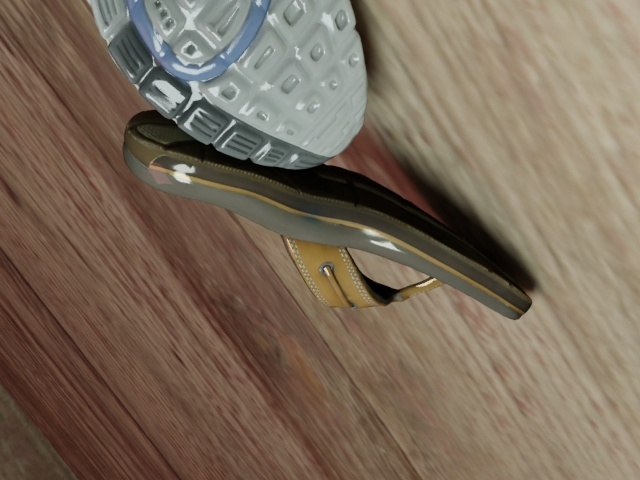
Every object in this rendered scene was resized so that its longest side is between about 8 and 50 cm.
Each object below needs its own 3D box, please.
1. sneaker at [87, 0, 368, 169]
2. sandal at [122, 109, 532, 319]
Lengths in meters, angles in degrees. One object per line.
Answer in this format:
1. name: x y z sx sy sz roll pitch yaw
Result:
1. sneaker: -0.085 -0.155 0.833 0.297 0.111 0.129 48 -175 -1
2. sandal: 0.000 0.000 0.857 0.219 0.060 0.090 18 -165 -26
